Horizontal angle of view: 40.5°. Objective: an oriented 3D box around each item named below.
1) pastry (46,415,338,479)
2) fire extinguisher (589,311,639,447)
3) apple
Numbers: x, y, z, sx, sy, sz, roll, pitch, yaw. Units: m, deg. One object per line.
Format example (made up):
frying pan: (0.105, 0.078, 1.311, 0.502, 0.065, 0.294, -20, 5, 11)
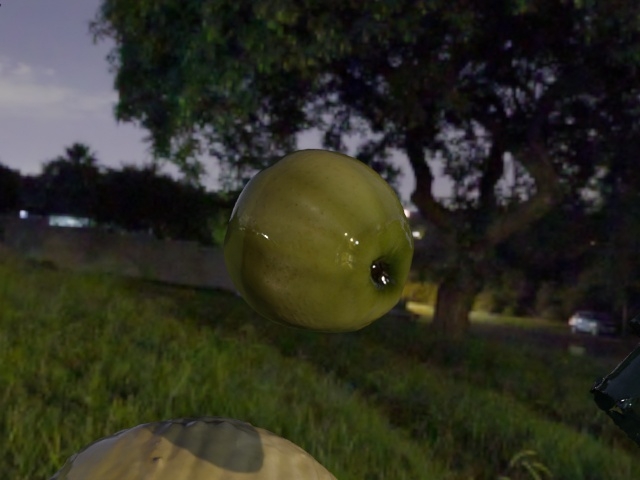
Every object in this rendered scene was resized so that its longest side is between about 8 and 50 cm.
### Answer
pastry: (-0.125, 0.366, 0.822, 0.389, 0.388, 0.312, 3, 38, 6)
fire extinguisher: (0.271, 0.004, 0.436, 0.093, 0.294, 0.118, 45, 0, -27)
apple: (0.000, 0.000, 1.262, 0.279, 0.279, 0.279, 3, -1, 0)
